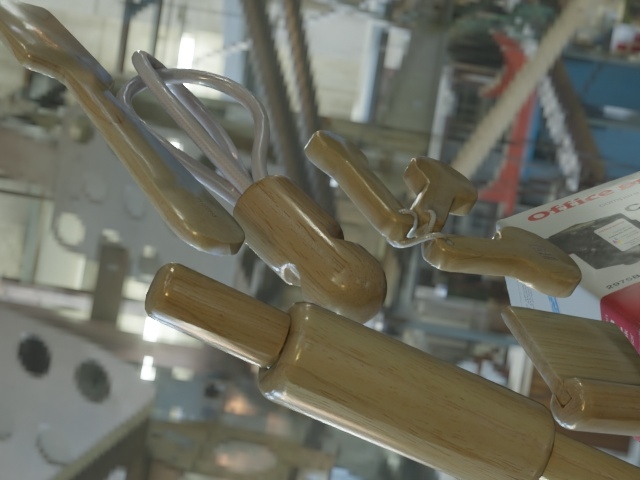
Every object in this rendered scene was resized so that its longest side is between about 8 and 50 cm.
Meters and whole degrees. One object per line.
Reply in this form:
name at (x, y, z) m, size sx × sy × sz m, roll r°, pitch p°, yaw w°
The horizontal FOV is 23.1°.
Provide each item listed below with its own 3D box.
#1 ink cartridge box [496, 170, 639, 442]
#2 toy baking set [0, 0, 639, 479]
ink cartridge box at (0.177, 0.025, 0.761) m, size 0.175 × 0.127 × 0.072 m, roll -134°, pitch 26°, yaw -67°
toy baking set at (0.002, 0.004, 0.510) m, size 0.030 × 0.256 × 0.197 m, roll -60°, pitch 20°, yaw 21°
